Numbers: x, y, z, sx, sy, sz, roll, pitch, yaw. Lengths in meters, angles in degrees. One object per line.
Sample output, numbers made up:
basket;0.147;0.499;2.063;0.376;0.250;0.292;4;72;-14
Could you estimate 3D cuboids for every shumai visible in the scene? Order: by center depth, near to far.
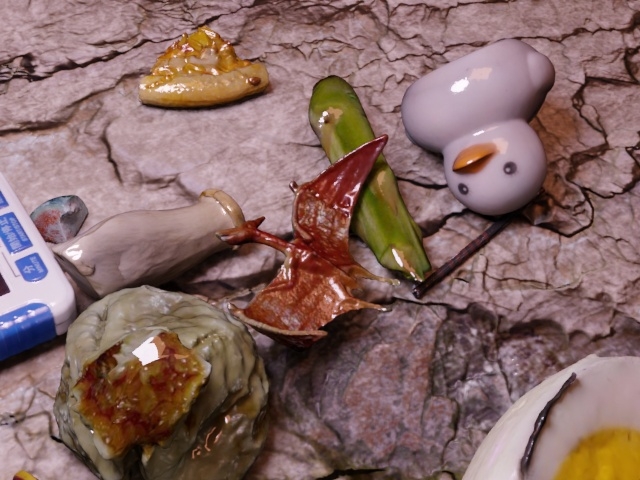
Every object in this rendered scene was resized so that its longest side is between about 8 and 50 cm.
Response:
shumai;-0.165;0.123;1.077;0.225;0.222;0.261;-16;48;-16

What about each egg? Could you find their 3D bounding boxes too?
egg;0.243;0.269;0.994;0.337;0.201;0.337;7;77;-35

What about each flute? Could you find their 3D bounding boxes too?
flute;0.205;-0.001;1.358;0.014;0.014;0.269;38;56;24

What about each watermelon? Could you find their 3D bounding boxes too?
watermelon;-0.315;-0.022;1.293;0.085;0.085;0.061;-24;90;-25

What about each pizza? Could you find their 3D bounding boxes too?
pizza;-0.163;-0.248;1.503;0.182;0.063;0.161;0;44;-4

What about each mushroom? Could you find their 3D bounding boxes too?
mushroom;-0.202;0.007;1.236;0.247;0.108;0.096;-16;36;-40

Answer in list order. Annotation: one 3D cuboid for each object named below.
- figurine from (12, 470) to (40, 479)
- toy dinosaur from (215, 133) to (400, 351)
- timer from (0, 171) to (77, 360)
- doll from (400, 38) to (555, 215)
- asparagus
figurine;-0.316;0.284;0.998;0.082;0.098;0.154;37;52;19
toy dinosaur;0.009;0.000;1.198;0.206;0.113;0.327;44;44;14
timer;-0.402;0.036;1.217;0.178;0.078;0.253;-23;55;-22
doll;0.222;-0.141;1.389;0.221;0.221;0.251;26;24;16
asparagus;0.063;-0.069;1.358;0.082;0.085;0.343;-6;55;-27
